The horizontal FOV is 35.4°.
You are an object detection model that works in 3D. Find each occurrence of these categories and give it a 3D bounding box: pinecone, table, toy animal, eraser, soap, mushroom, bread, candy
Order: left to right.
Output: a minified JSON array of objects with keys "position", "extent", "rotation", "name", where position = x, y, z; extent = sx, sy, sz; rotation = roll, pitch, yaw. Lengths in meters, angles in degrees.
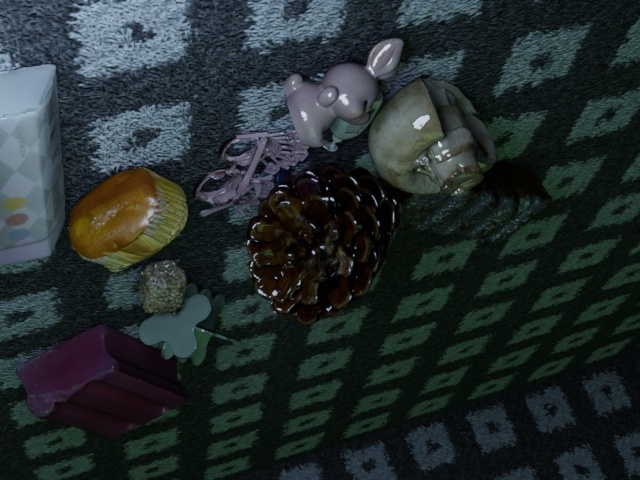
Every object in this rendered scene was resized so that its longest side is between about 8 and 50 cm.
[{"position":[-0.482,-0.089,1.488],"extent":[0.213,0.082,0.396],"rotation":[-13,153,-18],"name":"eraser"},{"position":[-0.478,0.326,2.246],"extent":[0.233,0.128,0.359],"rotation":[-28,154,9],"name":"soap"},{"position":[-0.324,-0.036,1.660],"extent":[0.190,0.132,0.114],"rotation":[-34,150,18],"name":"bread"},{"position":[-0.311,0.093,1.979],"extent":[0.095,0.085,0.110],"rotation":[-9,142,-12],"name":"candy"},{"position":[-0.265,0.180,2.112],"extent":[0.167,0.166,0.198],"rotation":[-27,162,11],"name":"table"},{"position":[-0.006,0.001,1.765],"extent":[0.298,0.242,0.296],"rotation":[-50,180,17],"name":"pinecone"},{"position":[0.051,-0.234,1.589],"extent":[0.213,0.124,0.124],"rotation":[-23,155,11],"name":"toy animal"},{"position":[0.187,-0.155,1.760],"extent":[0.189,0.195,0.254],"rotation":[-34,149,31],"name":"mushroom"},{"position":[0.288,-0.087,2.064],"extent":[0.417,0.113,0.165],"rotation":[5,141,-42],"name":"bread"}]

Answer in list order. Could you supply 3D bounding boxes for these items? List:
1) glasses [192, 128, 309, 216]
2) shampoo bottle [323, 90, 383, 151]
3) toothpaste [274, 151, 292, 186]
[{"position":[-0.109,-0.104,1.743],"extent":[0.162,0.095,0.255],"rotation":[-5,153,-40],"name":"glasses"},{"position":[0.048,-0.204,1.724],"extent":[0.077,0.045,0.152],"rotation":[-9,150,-30],"name":"shampoo bottle"},{"position":[-0.069,-0.120,1.824],"extent":[0.037,0.021,0.140],"rotation":[-11,151,-16],"name":"toothpaste"}]
